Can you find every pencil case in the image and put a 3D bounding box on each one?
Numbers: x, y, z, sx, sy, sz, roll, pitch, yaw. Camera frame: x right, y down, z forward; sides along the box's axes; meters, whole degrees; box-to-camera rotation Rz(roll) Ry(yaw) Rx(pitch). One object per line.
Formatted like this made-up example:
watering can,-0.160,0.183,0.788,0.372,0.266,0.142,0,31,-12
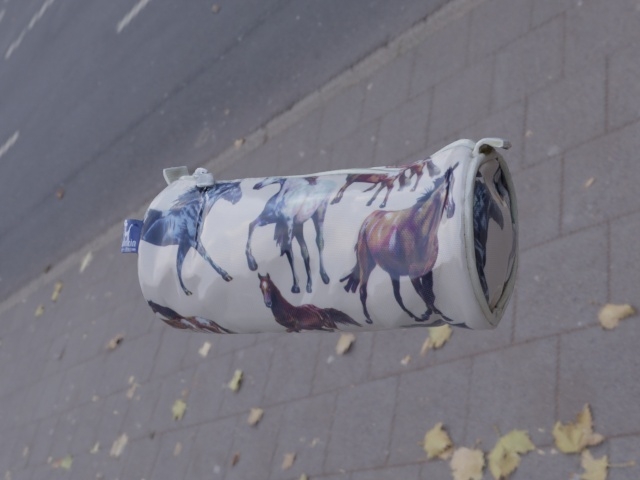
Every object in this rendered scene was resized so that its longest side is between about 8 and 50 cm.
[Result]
pencil case,0.000,0.000,0.821,0.410,0.160,0.183,-4,105,34
